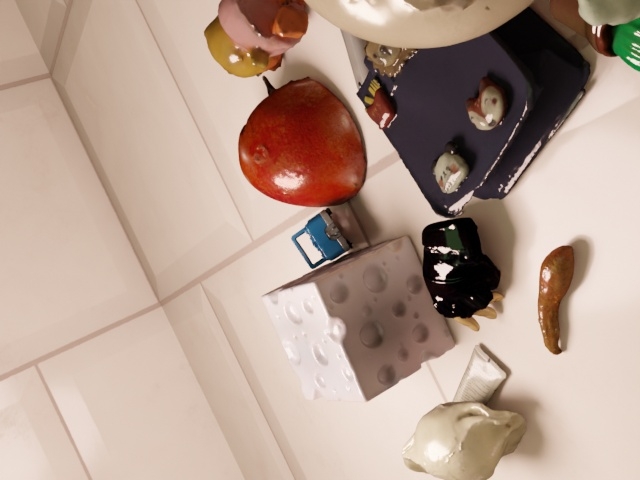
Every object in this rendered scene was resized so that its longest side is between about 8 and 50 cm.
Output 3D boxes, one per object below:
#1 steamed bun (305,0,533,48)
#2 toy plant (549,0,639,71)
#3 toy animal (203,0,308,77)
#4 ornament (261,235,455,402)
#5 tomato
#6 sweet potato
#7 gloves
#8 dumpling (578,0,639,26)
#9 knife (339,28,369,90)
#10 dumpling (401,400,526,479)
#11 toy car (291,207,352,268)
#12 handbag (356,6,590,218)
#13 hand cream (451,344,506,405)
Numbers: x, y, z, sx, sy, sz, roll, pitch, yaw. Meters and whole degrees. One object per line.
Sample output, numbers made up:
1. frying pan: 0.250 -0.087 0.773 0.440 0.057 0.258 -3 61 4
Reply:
1. steamed bun: 0.136 -0.386 0.831 0.374 0.374 0.241 44 -178 31
2. toy plant: 0.359 -0.261 0.790 0.200 0.105 0.143 30 143 30
3. toy animal: -0.130 -0.405 1.380 0.281 0.169 0.195 -29 44 64
4. ornament: 0.070 0.157 1.404 0.240 0.239 0.239 -20 93 60
5. tomato: -0.066 -0.170 1.440 0.309 0.170 0.309 36 139 39
6. sweet potato: 0.361 0.095 1.103 0.050 0.050 0.214 33 142 41
7. gloves: 0.240 0.063 1.209 0.164 0.124 0.203 -170 67 -75
8. dumpling: 0.313 -0.360 0.607 0.270 0.321 0.212 12 167 6
9. knife: 0.052 -0.376 1.243 0.073 0.040 0.266 8 119 68
10. dumpling: 0.274 0.379 1.314 0.258 0.193 0.147 -49 29 37
11. toy car: 0.000 0.000 1.473 0.097 0.100 0.191 57 178 1
12. handbag: 0.189 -0.234 1.058 0.329 0.122 0.303 54 148 21
13. hand cream: 0.289 0.299 1.366 0.080 0.050 0.234 45 140 31
